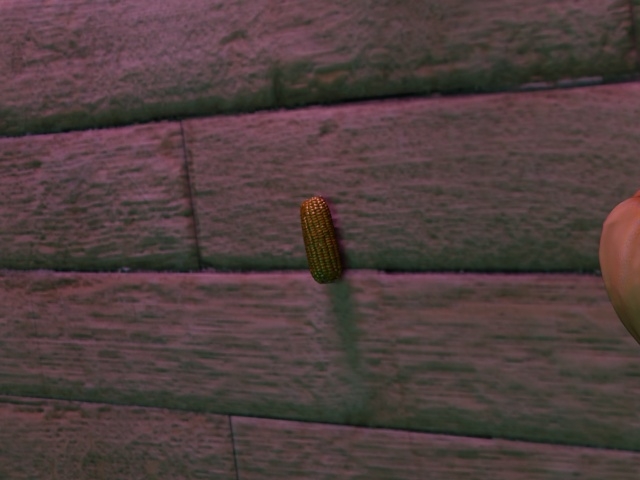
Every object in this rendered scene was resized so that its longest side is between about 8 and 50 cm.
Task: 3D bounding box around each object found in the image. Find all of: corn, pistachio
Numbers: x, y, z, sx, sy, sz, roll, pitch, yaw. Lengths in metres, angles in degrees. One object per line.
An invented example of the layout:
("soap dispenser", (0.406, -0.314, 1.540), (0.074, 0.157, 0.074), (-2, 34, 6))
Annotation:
("corn", (0.000, 0.000, 1.461), (0.037, 0.037, 0.092), (-11, 90, 39))
("pistachio", (0.326, 0.053, 1.155), (0.157, 0.157, 0.229), (-32, 85, 38))
